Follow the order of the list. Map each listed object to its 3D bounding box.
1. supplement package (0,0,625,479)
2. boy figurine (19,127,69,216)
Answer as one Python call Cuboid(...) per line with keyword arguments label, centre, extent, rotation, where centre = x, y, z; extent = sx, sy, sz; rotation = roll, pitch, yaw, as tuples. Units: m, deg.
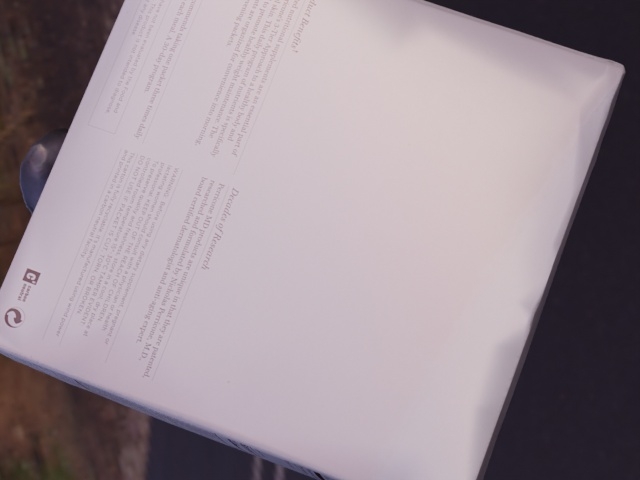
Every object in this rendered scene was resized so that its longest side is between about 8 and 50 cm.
Cuboid(label="supplement package", centre=(0.000, 0.000, 0.648), extent=(0.149, 0.203, 0.194), rotation=(62, -132, -77))
Cuboid(label="boy figurine", centre=(-0.030, 0.007, 0.833), extent=(0.285, 0.177, 0.092), rotation=(31, 149, 24))
